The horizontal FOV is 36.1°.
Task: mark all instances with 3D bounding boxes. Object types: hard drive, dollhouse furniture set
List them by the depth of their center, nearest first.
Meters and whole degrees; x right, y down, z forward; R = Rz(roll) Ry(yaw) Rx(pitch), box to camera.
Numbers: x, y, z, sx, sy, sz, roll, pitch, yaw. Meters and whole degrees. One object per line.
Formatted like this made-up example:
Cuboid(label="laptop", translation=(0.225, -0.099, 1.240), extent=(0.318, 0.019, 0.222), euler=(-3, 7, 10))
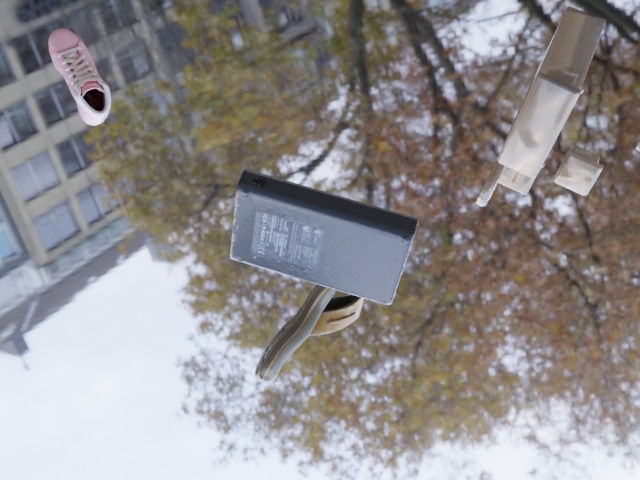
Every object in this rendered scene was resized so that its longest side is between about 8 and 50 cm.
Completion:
Cuboid(label="hard drive", translation=(0.000, 0.000, 0.753), extent=(0.135, 0.094, 0.022), euler=(17, -128, 3))
Cuboid(label="dollhouse furniture set", translation=(0.383, -0.086, 1.047), extent=(0.356, 0.303, 0.173), euler=(26, -134, 6))

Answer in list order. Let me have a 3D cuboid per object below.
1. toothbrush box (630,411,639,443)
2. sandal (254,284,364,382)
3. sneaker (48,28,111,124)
Cuboid(label="toothbrush box", translation=(0.332, 0.091, 0.433), extent=(0.295, 0.216, 0.126), euler=(42, -150, 15))
Cuboid(label="sandal", translation=(0.007, 0.067, 0.909), extent=(0.180, 0.049, 0.072), euler=(-52, -178, 7))
Cuboid(label="sneaker", translation=(-0.312, -0.219, 1.289), extent=(0.051, 0.134, 0.070), euler=(-25, -171, -20))
